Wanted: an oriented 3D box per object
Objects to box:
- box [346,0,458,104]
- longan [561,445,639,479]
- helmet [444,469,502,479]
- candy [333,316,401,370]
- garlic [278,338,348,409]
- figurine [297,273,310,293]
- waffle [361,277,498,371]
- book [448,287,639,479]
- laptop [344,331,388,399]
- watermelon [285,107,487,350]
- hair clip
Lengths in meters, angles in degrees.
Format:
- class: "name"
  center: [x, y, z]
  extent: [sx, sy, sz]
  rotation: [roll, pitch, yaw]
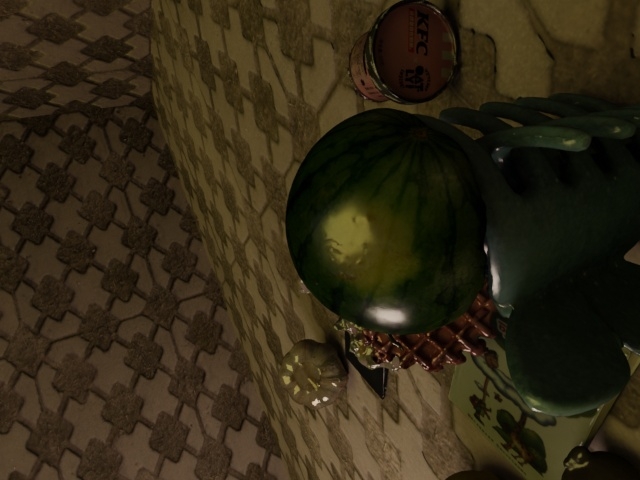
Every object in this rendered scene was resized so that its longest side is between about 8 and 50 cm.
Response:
- class: "box"
  center: [0.123, -0.297, 0.737]
  extent: [0.135, 0.151, 0.150]
  rotation: [-154, 52, -66]
- class: "longan"
  center: [0.395, 0.345, 0.631]
  extent: [0.119, 0.106, 0.106]
  rotation: [51, 150, 7]
- class: "helmet"
  center: [0.311, 0.521, 0.866]
  extent: [0.205, 0.140, 0.257]
  rotation: [39, 162, -3]
- class: "candy"
  center: [0.160, 0.160, 0.896]
  extent: [0.185, 0.195, 0.137]
  rotation: [-31, 82, 59]
- class: "garlic"
  center: [-0.010, 0.416, 1.435]
  extent: [0.212, 0.219, 0.218]
  rotation: [12, -123, -77]
- class: "figurine"
  center: [-0.019, 0.103, 1.303]
  extent: [0.229, 0.112, 0.137]
  rotation: [168, 89, -76]
- class: "waffle"
  center: [0.175, 0.108, 0.743]
  extent: [0.055, 0.235, 0.220]
  rotation: [14, -106, -76]
- class: "book"
  center: [0.337, 0.232, 0.749]
  extent: [0.260, 0.043, 0.370]
  rotation: [43, 141, 48]
- class: "laptop"
  center: [0.126, 0.338, 1.262]
  extent: [0.197, 0.016, 0.135]
  rotation: [42, 142, 49]
- class: "watermelon"
  center: [0.036, -0.002, 0.409]
  extent: [0.204, 0.127, 0.232]
  rotation: [62, 155, 19]
- class: "hair clip"
  center: [0.242, -0.024, 0.482]
  extent: [0.392, 0.319, 0.238]
  rotation: [34, 132, 55]
